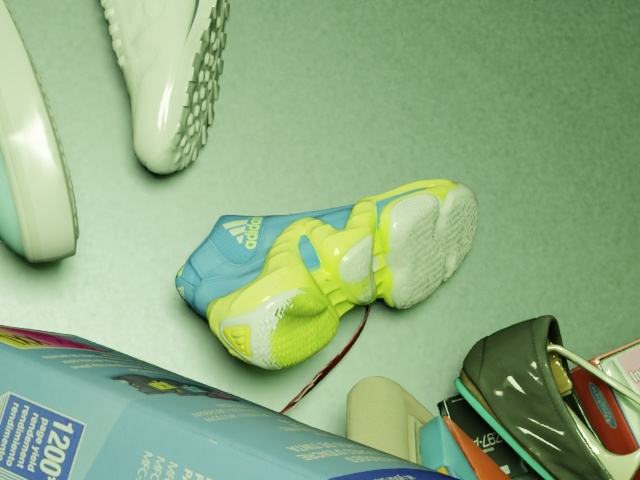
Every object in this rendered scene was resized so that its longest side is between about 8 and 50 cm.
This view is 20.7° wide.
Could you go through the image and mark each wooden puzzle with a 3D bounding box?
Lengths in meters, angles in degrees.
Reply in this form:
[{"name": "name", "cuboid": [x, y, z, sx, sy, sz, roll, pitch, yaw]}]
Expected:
[{"name": "wooden puzzle", "cuboid": [0.116, 0.209, 1.100, 0.238, 0.221, 0.044, 38, 116, -22]}]

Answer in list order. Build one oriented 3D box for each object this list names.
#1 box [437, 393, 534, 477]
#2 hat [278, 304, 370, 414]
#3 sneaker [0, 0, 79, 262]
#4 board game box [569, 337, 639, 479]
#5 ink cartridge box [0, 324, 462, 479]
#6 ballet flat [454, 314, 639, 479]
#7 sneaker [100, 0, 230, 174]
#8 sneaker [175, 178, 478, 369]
[{"name": "box", "cuboid": [0.132, 0.134, 1.238, 0.083, 0.018, 0.067, -14, 79, -15]}, {"name": "hat", "cuboid": [-0.046, 0.168, 1.192, 0.208, 0.183, 0.173, -15, 105, 7]}, {"name": "sneaker", "cuboid": [-0.280, -0.130, 1.168, 0.150, 0.135, 0.366, -24, 74, -9]}, {"name": "board game box", "cuboid": [0.353, 0.186, 1.249, 0.242, 0.064, 0.316, -22, 82, -16]}, {"name": "ink cartridge box", "cuboid": [-0.063, 0.223, 0.942, 0.395, 0.151, 0.270, 17, 94, 30]}, {"name": "ballet flat", "cuboid": [0.202, 0.164, 1.159, 0.096, 0.095, 0.280, -40, 76, 9]}, {"name": "sneaker", "cuboid": [-0.115, -0.158, 1.233, 0.094, 0.090, 0.235, 5, 71, 2]}, {"name": "sneaker", "cuboid": [0.000, 0.000, 1.206, 0.126, 0.091, 0.240, 28, 36, 33]}]
